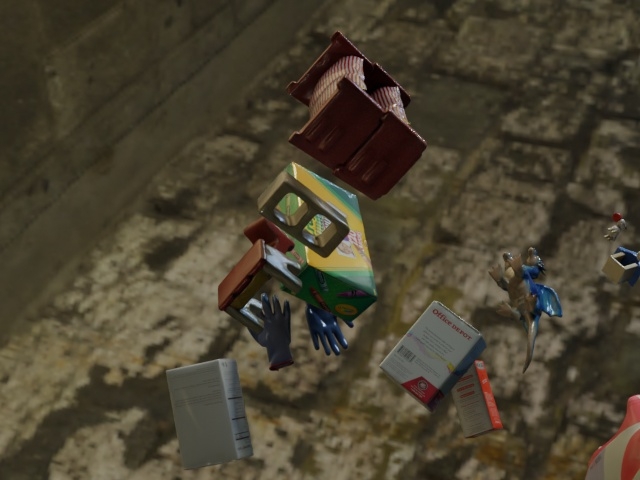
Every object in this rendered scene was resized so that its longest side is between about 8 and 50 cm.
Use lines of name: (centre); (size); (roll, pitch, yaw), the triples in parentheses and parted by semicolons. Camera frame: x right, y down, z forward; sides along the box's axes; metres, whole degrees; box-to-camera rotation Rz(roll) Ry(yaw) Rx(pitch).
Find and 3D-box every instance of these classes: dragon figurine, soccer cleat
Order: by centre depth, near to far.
soccer cleat: (0.368, 0.325, 1.406); (0.318, 0.108, 0.116); (108, -30, -42)
dragon figurine: (0.392, 0.117, 2.103); (0.144, 0.085, 0.289); (29, 37, -45)

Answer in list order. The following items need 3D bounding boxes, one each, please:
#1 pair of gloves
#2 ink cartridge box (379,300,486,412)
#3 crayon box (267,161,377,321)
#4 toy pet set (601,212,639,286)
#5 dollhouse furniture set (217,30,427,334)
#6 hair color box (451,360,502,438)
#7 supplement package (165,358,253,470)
pair of gloves: (-0.039, 0.157, 2.120); (0.023, 0.198, 0.159); (106, -32, -62)
ink cartridge box: (0.223, 0.227, 2.215); (0.175, 0.127, 0.072); (-49, 152, -7)
crayon box: (0.000, 0.000, 2.070); (0.165, 0.081, 0.278); (26, 35, -31)
toy pet set: (0.540, 0.024, 1.919); (0.065, 0.122, 0.114); (-13, 137, -38)
dollhouse furniture set: (-0.033, -0.081, 1.577); (0.374, 0.152, 0.201); (-48, -160, 17)
hair color box: (0.306, 0.317, 2.251); (0.043, 0.072, 0.141); (12, 59, -53)
supplement package: (-0.196, 0.308, 2.007); (0.105, 0.105, 0.179); (25, 53, -76)
